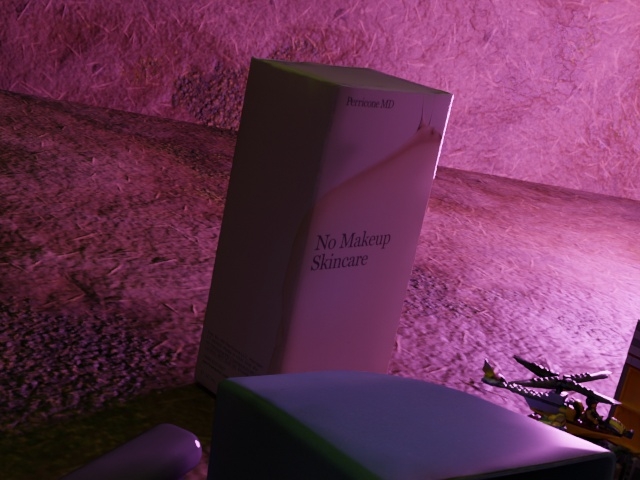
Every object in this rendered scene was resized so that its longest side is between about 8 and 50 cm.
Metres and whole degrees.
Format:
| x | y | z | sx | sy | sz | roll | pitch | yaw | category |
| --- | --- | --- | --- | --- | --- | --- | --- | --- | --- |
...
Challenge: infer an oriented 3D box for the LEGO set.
| x | y | z | sx | sy | sz | roll | pitch | yaw | category |
| --- | --- | --- | --- | --- | --- | --- | --- | --- | --- |
| 0.305 | 0.161 | 0.743 | 0.331 | 0.192 | 0.255 | -1 | 21 | -36 | LEGO set |

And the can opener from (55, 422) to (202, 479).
| x | y | z | sx | sy | sz | roll | pitch | yaw | category |
| --- | --- | --- | --- | --- | --- | --- | --- | --- | --- |
| -0.176 | 0.178 | 0.571 | 0.093 | 0.074 | 0.280 | 19 | 18 | 27 | can opener |

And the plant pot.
| x | y | z | sx | sy | sz | roll | pitch | yaw | category |
| --- | --- | --- | --- | --- | --- | --- | --- | --- | --- |
| 0.026 | 0.170 | 0.594 | 0.166 | 0.165 | 0.234 | 1 | 13 | -33 | plant pot |

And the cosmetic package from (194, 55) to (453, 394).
| x | y | z | sx | sy | sz | roll | pitch | yaw | category |
| --- | --- | --- | --- | --- | --- | --- | --- | --- | --- |
| 0.000 | 0.000 | 0.865 | 0.160 | 0.309 | 0.113 | -6 | 25 | -45 | cosmetic package |
